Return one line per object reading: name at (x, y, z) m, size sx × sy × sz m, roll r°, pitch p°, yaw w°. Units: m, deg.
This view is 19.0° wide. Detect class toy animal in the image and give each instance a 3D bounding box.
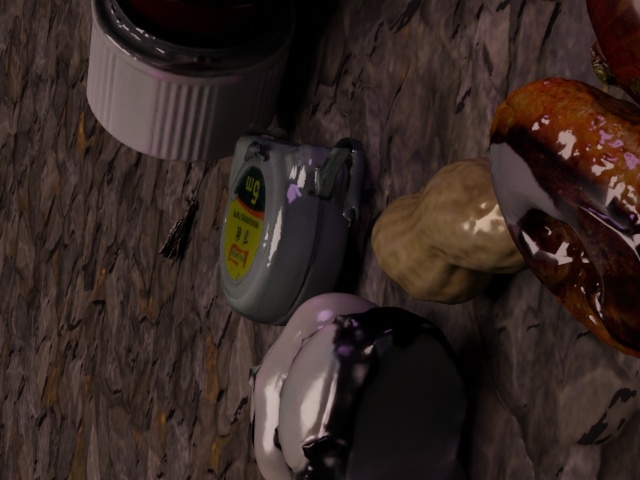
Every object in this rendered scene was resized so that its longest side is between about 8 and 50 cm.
toy animal at (0.016, 0.120, 1.278) m, size 0.179 × 0.138 × 0.166 m, roll 16°, pitch 83°, yaw 63°

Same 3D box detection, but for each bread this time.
bread at (0.173, -0.002, 0.975) m, size 0.269 × 0.095 × 0.139 m, roll 31°, pitch 144°, yaw 55°

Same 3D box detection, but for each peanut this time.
peanut at (0.091, -0.006, 1.203) m, size 0.187 × 0.082 × 0.082 m, roll 149°, pitch 124°, yaw -62°

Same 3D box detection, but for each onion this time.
onion at (0.180, -0.115, 0.946) m, size 0.117 × 0.119 × 0.118 m, roll 61°, pitch 142°, yaw 34°

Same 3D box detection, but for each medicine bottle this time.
medicine bottle at (-0.082, -0.246, 1.512) m, size 0.395 × 0.243 × 0.242 m, roll 97°, pitch 163°, yaw -45°

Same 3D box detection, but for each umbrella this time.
umbrella at (-0.138, -0.009, 1.865) m, size 0.031 × 0.020 × 0.083 m, roll -48°, pitch -17°, yaw -52°

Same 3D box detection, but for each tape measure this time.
tape measure at (0.001, -0.001, 1.413) m, size 0.330 × 0.084 × 0.164 m, roll -153°, pitch 68°, yaw -69°
